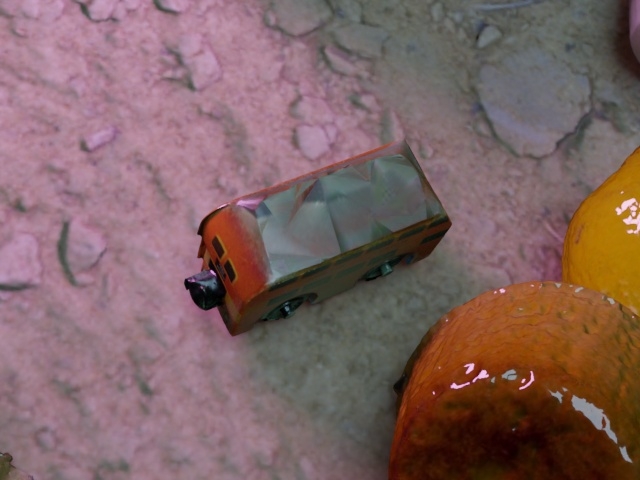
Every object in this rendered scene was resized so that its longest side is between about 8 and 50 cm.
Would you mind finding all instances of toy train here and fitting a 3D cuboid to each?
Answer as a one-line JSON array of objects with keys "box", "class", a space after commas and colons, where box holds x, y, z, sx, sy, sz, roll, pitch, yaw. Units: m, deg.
[{"box": [0.000, 0.000, 0.734, 0.188, 0.099, 0.072, -21, 76, -22], "class": "toy train"}]

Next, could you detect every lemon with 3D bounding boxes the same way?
[{"box": [0.260, 0.031, 0.746, 0.193, 0.180, 0.180, 45, 65, -5], "class": "lemon"}]

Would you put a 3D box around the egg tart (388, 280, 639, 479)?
[{"box": [0.122, 0.131, 0.643, 0.202, 0.147, 0.202, 2, 97, 21], "class": "egg tart"}]

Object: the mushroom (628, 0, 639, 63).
[{"box": [0.362, -0.301, 0.933, 0.177, 0.126, 0.397, 20, 64, -16], "class": "mushroom"}]

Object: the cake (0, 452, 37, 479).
[{"box": [-0.256, 0.222, 0.615, 0.086, 0.117, 0.220, 30, 32, -4], "class": "cake"}]
